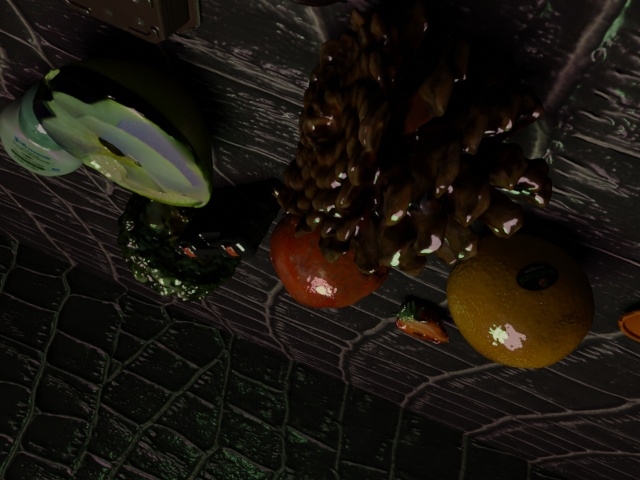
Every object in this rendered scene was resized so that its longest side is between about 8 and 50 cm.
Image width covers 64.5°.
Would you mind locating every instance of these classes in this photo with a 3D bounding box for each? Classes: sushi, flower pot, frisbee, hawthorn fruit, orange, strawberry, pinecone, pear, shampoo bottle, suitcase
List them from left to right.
[{"bbox_3d":[-0.681,-0.282,1.275,0.221,0.151,0.349,38,151,-25],"label":"shampoo bottle"},{"bbox_3d":[-0.319,-0.403,0.792,0.250,0.084,0.179,23,156,1],"label":"flower pot"},{"bbox_3d":[-0.374,-0.243,1.059,0.398,0.165,0.399,20,155,9],"label":"pear"},{"bbox_3d":[-0.399,0.005,1.434,0.351,0.294,0.178,36,149,-21],"label":"sushi"},{"bbox_3d":[-0.228,-0.049,1.274,0.285,0.206,0.066,-3,140,43],"label":"suitcase"},{"bbox_3d":[0.000,0.000,1.138,0.307,0.276,0.276,50,147,-20],"label":"hawthorn fruit"},{"bbox_3d":[0.142,-0.118,0.711,0.383,0.385,0.384,19,155,9],"label":"pinecone"},{"bbox_3d":[0.307,0.238,1.527,0.192,0.085,0.140,14,147,7],"label":"strawberry"},{"bbox_3d":[0.386,0.116,1.000,0.274,0.275,0.274,19,155,9],"label":"orange"},{"bbox_3d":[0.748,0.183,1.087,0.191,0.035,0.192,19,155,9],"label":"frisbee"}]

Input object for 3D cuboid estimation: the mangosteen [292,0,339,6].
[{"bbox_3d":[-0.008,-0.350,0.579,0.152,0.153,0.153,19,155,9],"label":"mangosteen"}]
